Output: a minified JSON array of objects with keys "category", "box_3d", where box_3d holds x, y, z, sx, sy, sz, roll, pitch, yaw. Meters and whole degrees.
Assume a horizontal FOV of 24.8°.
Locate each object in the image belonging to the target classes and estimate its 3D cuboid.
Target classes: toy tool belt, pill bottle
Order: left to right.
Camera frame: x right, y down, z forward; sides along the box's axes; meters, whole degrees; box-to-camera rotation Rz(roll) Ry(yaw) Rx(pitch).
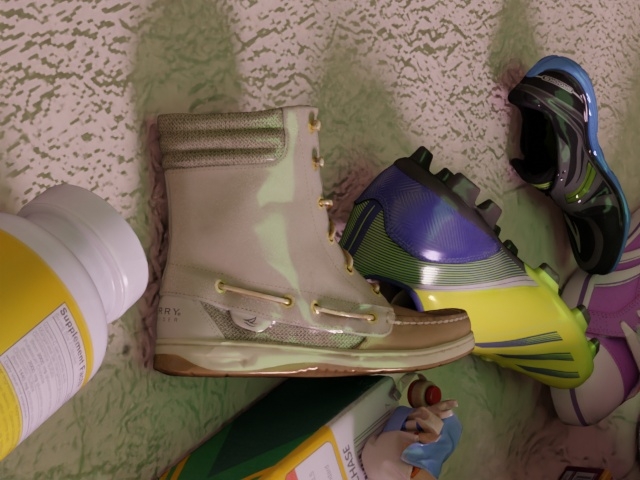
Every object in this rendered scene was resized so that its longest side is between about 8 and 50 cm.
[{"category":"pill bottle","box_3d":[-0.168,0.050,0.695,0.184,0.103,0.103,-44,122,-41]},{"category":"toy tool belt","box_3d":[0.065,0.120,0.880,0.052,0.051,0.083,55,50,-33]}]

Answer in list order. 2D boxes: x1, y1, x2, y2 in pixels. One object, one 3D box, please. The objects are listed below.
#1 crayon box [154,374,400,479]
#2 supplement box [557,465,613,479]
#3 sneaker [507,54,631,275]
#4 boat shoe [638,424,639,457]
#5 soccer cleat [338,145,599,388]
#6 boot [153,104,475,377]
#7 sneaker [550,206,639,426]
[{"category":"crayon box","box_3d":[-0.053,0.237,0.842,0.323,0.083,0.203,-34,114,-46]},{"category":"supplement box","box_3d":[0.220,0.234,1.192,0.055,0.043,0.083,-45,121,-41]},{"category":"sneaker","box_3d":[0.192,-0.053,1.162,0.078,0.067,0.188,-32,117,-23]},{"category":"boat shoe","box_3d":[0.411,0.197,1.380,0.302,0.091,0.114,2,88,-49]},{"category":"soccer cleat","box_3d":[0.105,0.045,1.049,0.121,0.093,0.289,-48,135,-1]},{"category":"boot","box_3d":[0.000,0.000,0.886,0.213,0.077,0.165,1,85,-27]},{"category":"sneaker","box_3d":[0.303,0.049,1.206,0.282,0.161,0.102,-49,126,-36]}]
